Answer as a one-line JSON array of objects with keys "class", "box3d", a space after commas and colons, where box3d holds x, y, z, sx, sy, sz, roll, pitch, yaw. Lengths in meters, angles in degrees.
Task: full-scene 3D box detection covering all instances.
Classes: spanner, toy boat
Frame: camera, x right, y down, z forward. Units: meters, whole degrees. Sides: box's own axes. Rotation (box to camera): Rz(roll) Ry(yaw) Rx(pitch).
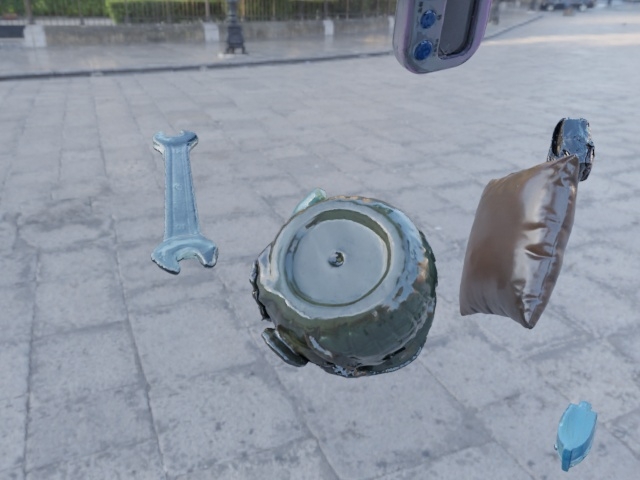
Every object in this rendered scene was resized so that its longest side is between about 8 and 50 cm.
[{"class": "spanner", "box3d": [-0.171, -0.059, 0.684, 0.071, 0.017, 0.302, -4, 39, -16]}, {"class": "toy boat", "box3d": [0.700, 0.544, 1.559, 0.088, 0.102, 0.215, 12, 38, 34]}]

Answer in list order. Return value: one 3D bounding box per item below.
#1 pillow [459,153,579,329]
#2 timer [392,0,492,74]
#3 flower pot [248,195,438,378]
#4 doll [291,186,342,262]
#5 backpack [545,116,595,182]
[{"class": "pillow", "box3d": [0.365, 0.008, 1.073, 0.109, 0.305, 0.308, 16, -5, -7]}, {"class": "timer", "box3d": [0.221, -0.411, 1.028, 0.191, 0.208, 0.069, -18, 44, -22]}, {"class": "flower pot", "box3d": [0.039, 0.081, 0.928, 0.302, 0.213, 0.301, -8, 62, 16]}, {"class": "doll", "box3d": [0.000, 0.000, 1.462, 0.177, 0.161, 0.260, 38, 24, -23]}, {"class": "backpack", "box3d": [0.609, -0.217, 1.375, 0.106, 0.165, 0.120, 14, -19, 19]}]
